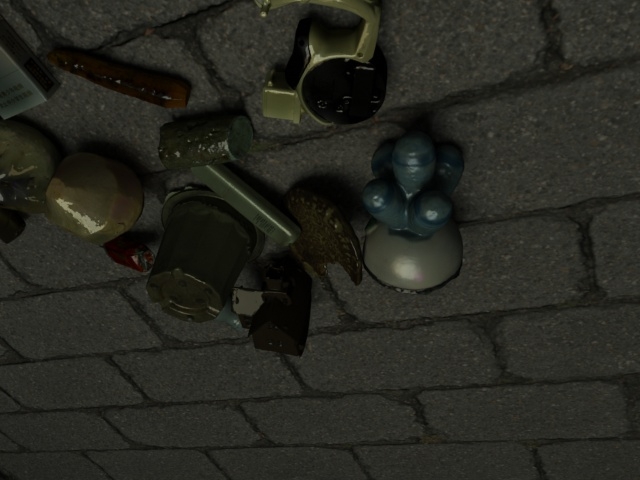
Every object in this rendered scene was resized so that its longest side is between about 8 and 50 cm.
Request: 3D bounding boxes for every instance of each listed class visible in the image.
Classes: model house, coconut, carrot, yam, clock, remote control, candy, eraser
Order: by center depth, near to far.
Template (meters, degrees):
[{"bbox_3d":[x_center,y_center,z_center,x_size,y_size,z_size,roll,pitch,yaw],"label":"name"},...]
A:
[{"bbox_3d":[0.007,-0.374,1.186,0.276,0.120,0.379,6,137,3],"label":"clock"},{"bbox_3d":[-0.430,-0.345,1.375,0.314,0.066,0.066,17,137,-1],"label":"carrot"},{"bbox_3d":[-0.250,-0.217,1.428,0.194,0.107,0.107,-4,134,19],"label":"yam"},{"bbox_3d":[-0.532,-0.101,1.534,0.237,0.237,0.197,30,94,-15],"label":"coconut"},{"bbox_3d":[-0.179,-0.094,1.539,0.309,0.038,0.090,39,146,-6],"label":"remote control"},{"bbox_3d":[0.017,-0.045,1.588,0.122,0.029,0.052,-27,123,35],"label":"eraser"},{"bbox_3d":[-0.131,0.149,1.696,0.204,0.211,0.243,6,142,7],"label":"model house"},{"bbox_3d":[-0.515,0.034,1.755,0.292,0.059,0.086,13,141,42],"label":"candy"}]

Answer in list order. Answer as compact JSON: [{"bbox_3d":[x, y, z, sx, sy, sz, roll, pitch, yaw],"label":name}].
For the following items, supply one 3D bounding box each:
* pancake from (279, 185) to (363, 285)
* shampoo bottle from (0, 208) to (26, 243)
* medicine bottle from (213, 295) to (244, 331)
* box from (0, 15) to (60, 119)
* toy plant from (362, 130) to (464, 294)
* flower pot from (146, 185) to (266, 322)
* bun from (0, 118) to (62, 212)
[{"bbox_3d":[0.000,0.000,1.527,0.286,0.033,0.288,46,150,20],"label":"pancake"},{"bbox_3d":[-0.906,-0.136,1.689,0.084,0.125,0.350,-34,130,-4],"label":"shampoo bottle"},{"bbox_3d":[-0.302,0.182,1.872,0.217,0.090,0.090,35,134,-22],"label":"medicine bottle"},{"bbox_3d":[-0.706,-0.391,1.403,0.155,0.067,0.243,-13,131,25],"label":"box"},{"bbox_3d":[0.196,-0.079,1.367,0.247,0.247,0.332,5,134,11],"label":"toy plant"},{"bbox_3d":[-0.297,0.051,1.610,0.290,0.259,0.290,7,138,7],"label":"flower pot"},{"bbox_3d":[-0.759,-0.165,1.585,0.273,0.168,0.273,3,140,3],"label":"bun"}]
